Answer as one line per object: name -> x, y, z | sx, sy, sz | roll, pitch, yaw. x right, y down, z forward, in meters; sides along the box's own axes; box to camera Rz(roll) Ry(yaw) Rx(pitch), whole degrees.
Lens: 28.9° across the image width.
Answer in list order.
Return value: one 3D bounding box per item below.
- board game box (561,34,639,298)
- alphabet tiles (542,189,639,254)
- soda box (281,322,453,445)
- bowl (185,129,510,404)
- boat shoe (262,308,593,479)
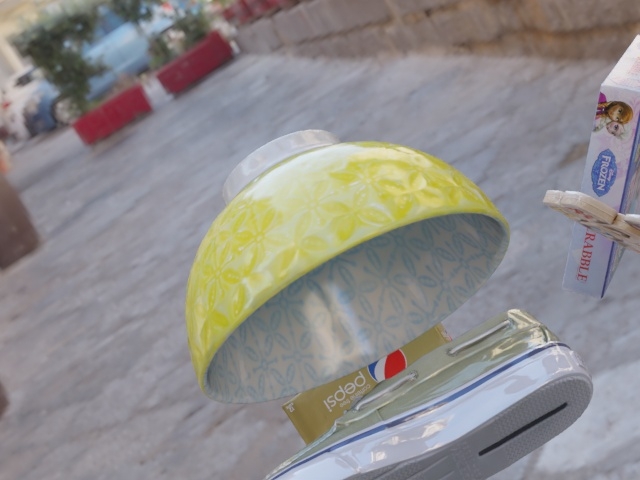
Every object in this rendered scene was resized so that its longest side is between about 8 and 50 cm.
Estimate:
board game box -> 0.452, -0.119, 1.869 | 0.066, 0.319, 0.318 | 14, 27, 18
alphabet tiles -> 0.417, 0.009, 1.550 | 0.021, 0.284, 0.278 | -64, 9, 0
soda box -> 0.052, 0.143, 1.279 | 0.181, 0.058, 0.061 | -37, -13, 10
bowl -> 0.000, 0.000, 1.056 | 0.289, 0.156, 0.289 | -23, -23, -11
boat shoe -> 0.065, 0.156, 0.966 | 0.302, 0.109, 0.094 | -25, 43, -9
